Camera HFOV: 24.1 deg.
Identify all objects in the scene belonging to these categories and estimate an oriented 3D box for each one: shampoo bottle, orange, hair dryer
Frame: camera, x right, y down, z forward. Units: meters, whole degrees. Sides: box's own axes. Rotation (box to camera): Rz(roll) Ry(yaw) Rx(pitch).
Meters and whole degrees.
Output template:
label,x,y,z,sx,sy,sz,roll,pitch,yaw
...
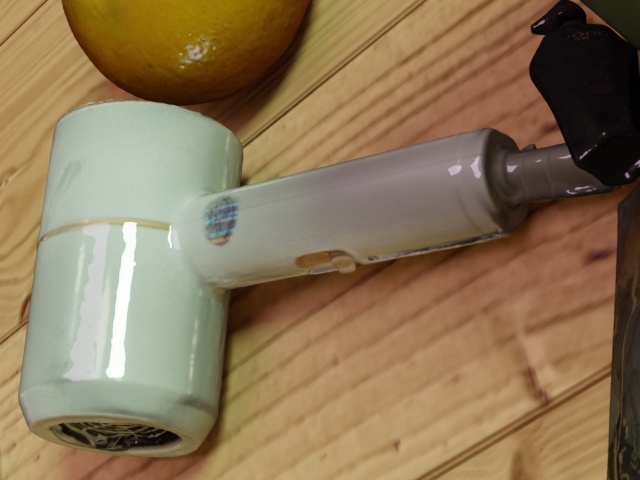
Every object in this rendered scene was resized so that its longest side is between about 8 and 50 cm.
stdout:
label,x,y,z,sx,sy,sz,roll,pitch,yaw
shampoo bottle,0.116,-0.068,0.645,0.048,0.027,0.137,-7,32,4
orange,-0.077,-0.154,0.849,0.156,0.124,0.156,-26,54,41
hair dryer,0.000,0.000,0.727,0.357,0.107,0.173,-13,65,36

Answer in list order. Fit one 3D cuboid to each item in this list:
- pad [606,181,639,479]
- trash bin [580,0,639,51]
label,x,y,z,sx,sy,sz,roll,pitch,yaw
pad,0.124,0.117,0.478,0.247,0.007,0.368,110,167,-70
trash bin,0.128,-0.180,0.481,0.223,0.343,0.158,5,77,47
